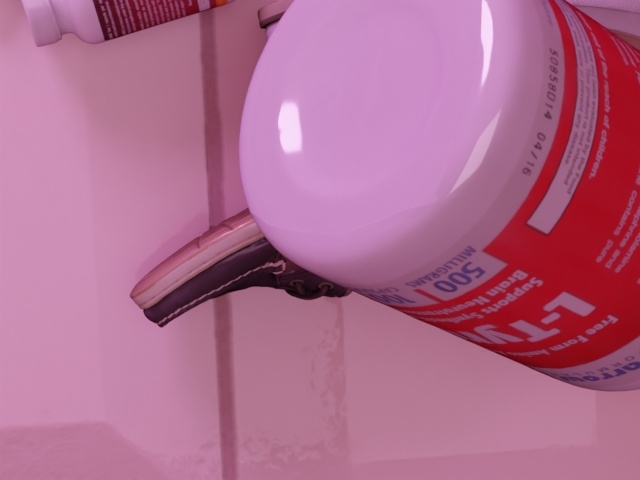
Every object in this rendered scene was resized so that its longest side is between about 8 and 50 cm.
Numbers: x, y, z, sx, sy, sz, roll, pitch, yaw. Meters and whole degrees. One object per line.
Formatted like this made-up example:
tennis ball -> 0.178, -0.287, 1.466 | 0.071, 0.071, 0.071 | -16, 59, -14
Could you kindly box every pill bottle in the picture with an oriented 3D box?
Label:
pill bottle -> 0.159, -0.029, 1.277 | 0.408, 0.229, 0.229 | 24, 94, -42
pill bottle -> -0.141, -0.192, 1.356 | 0.152, 0.086, 0.086 | -18, 99, -5

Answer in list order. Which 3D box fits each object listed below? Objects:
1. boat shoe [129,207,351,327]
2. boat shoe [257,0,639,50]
boat shoe -> 0.000, 0.000, 1.393 | 0.285, 0.103, 0.092 | -28, 97, -10
boat shoe -> 0.108, -0.149, 1.381 | 0.302, 0.113, 0.103 | -7, 93, -7
